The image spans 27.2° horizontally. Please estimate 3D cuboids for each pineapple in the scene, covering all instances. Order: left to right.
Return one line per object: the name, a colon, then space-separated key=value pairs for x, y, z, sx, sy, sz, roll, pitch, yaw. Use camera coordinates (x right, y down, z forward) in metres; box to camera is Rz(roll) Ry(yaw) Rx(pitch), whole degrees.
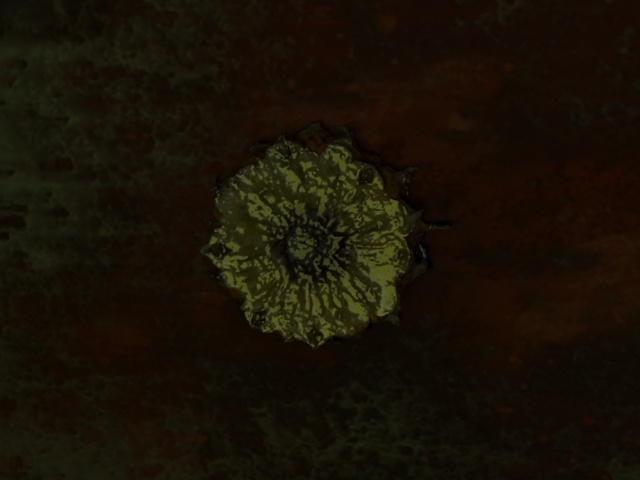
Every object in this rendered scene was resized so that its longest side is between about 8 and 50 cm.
pineapple: x=0.000 y=0.000 z=1.127 sx=0.221 sy=0.047 sz=0.221 roll=5 pitch=111 yaw=13
